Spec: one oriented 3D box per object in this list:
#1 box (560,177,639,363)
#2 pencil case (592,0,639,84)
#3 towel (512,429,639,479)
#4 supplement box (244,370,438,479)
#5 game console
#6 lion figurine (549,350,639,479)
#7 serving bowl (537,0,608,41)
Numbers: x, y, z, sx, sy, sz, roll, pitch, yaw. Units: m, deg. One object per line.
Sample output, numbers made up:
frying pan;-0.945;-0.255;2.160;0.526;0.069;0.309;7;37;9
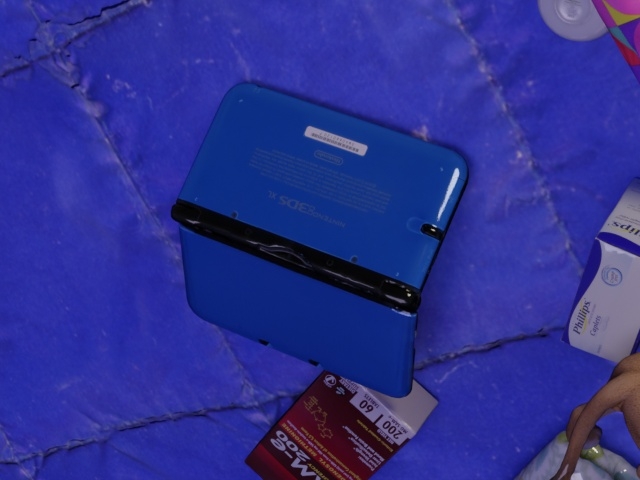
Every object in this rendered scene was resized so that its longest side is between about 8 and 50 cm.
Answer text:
box;0.299;0.029;1.233;0.072;0.137;0.126;23;127;18
pencil case;0.293;-0.206;1.122;0.104;0.104;0.236;-25;102;38
towel;0.344;0.422;1.478;0.374;0.090;0.320;37;126;6
supplement box;0.021;0.234;1.561;0.130;0.073;0.239;41;130;4
game console;0.000;0.000;1.420;0.293;0.250;0.173;21;170;18
lion figurine;0.387;0.132;1.163;0.392;0.142;0.240;-18;146;-4
serving bowl;0.238;-0.222;1.191;0.083;0.027;0.083;15;125;23
